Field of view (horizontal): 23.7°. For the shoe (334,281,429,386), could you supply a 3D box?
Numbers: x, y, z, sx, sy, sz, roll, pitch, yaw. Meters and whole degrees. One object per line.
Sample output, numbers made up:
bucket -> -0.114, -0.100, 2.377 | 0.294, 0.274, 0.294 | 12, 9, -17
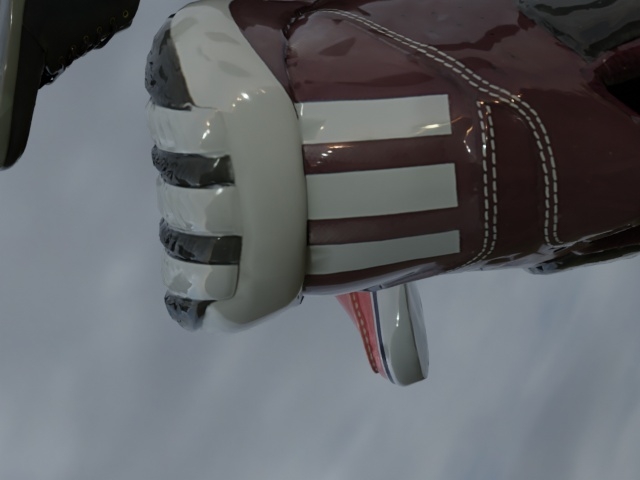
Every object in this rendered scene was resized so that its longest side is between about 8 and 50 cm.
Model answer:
shoe -> 0.000, 0.000, 0.766 | 0.063, 0.081, 0.178 | 65, -168, -59

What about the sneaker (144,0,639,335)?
sneaker -> 0.055, -0.044, 0.459 | 0.281, 0.163, 0.106 | -71, -23, -68

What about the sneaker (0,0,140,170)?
sneaker -> -0.205, -0.150, 1.199 | 0.118, 0.083, 0.222 | 16, -110, -32
